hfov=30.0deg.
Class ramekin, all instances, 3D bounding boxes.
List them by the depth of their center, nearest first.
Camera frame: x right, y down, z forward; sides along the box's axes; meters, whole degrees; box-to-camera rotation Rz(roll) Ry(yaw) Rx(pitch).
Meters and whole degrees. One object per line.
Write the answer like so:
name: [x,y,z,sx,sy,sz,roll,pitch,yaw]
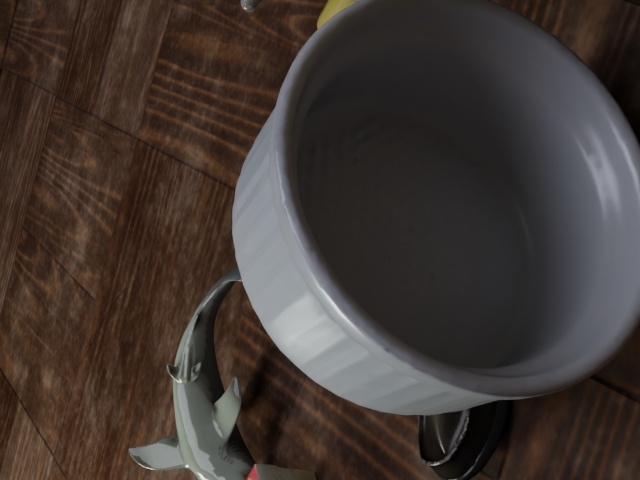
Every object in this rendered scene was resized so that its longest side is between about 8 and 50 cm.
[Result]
ramekin: [0.075,-0.015,0.802,0.135,0.277,0.277,138,136,-57]

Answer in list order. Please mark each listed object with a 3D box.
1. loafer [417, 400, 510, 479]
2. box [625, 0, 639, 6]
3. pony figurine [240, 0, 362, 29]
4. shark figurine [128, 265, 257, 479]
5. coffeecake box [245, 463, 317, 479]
loafer: [0.095,0.075,0.921,0.080,0.078,0.220,-18,63,58]
box: [0.224,-0.264,0.610,0.177,0.279,0.290,36,112,60]
pony figurine: [0.070,-0.286,0.816,0.351,0.303,0.363,-50,2,6]
shark figurine: [-0.102,0.144,1.241,0.166,0.116,0.278,-3,83,26]
coffeecake box: [-0.055,0.324,1.106,0.185,0.068,0.142,-60,32,28]
